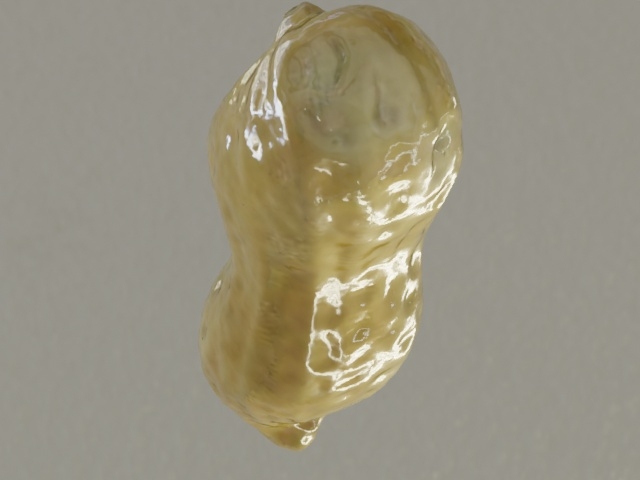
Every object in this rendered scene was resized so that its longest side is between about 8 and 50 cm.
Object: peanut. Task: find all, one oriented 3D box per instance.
[{"bbox_3d":[0.000,0.000,0.840,0.101,0.263,0.117,-5,-133,-12],"label":"peanut"}]
